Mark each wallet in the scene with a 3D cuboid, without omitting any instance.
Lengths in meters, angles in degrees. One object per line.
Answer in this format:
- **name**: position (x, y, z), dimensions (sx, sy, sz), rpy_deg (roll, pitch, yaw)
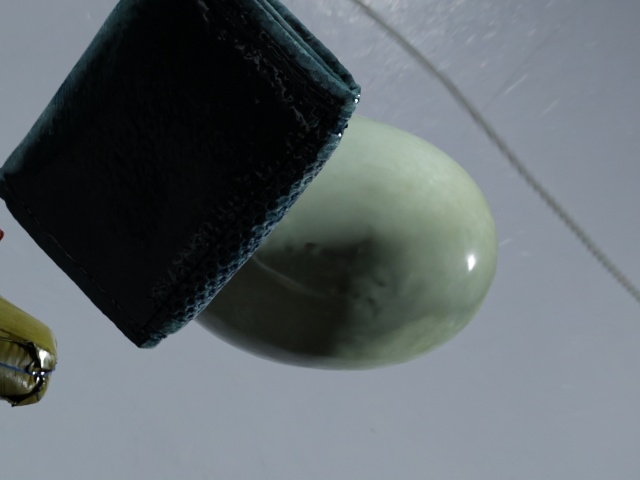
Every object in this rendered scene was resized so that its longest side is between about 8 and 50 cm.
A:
- **wallet**: position (-0.048, -0.032, 0.493), dimensions (0.088, 0.026, 0.129), rpy_deg (47, 120, 8)

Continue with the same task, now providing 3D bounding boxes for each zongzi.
- **zongzi**: position (-0.429, 0.042, 1.691), dimensions (0.260, 0.123, 0.289), rpy_deg (4, 104, -2)

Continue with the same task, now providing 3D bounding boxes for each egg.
- **egg**: position (0.000, 0.000, 1.454), dimensions (0.352, 0.258, 0.258), rpy_deg (4, 88, 10)

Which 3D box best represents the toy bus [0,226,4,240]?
- **toy bus**: position (-0.345, -0.052, 1.181), dimensions (0.192, 0.077, 0.065), rpy_deg (43, 88, -21)
